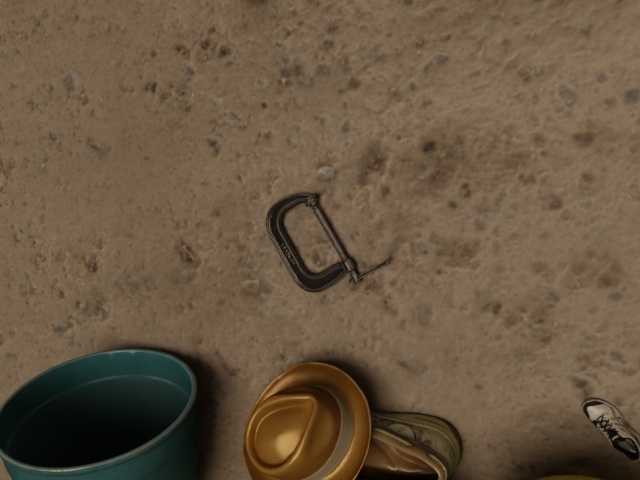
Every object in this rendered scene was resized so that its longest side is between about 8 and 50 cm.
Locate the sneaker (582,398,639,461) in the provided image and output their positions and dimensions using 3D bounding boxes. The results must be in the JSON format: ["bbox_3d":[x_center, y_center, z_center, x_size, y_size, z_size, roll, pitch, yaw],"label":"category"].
[{"bbox_3d":[0.340,0.219,0.759,0.083,0.037,0.032,42,113,15],"label":"sneaker"}]

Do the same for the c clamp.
[{"bbox_3d":[0.000,0.000,0.891,0.137,0.022,0.160,-38,83,29],"label":"c clamp"}]

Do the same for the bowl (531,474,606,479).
[{"bbox_3d":[0.291,0.380,0.732,0.290,0.156,0.289,2,98,17],"label":"bowl"}]

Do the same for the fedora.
[{"bbox_3d":[-0.033,0.243,0.834,0.194,0.079,0.194,-10,67,25],"label":"fedora"}]

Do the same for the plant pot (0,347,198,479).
[{"bbox_3d":[-0.298,0.337,0.952,0.272,0.271,0.255,6,114,23],"label":"plant pot"}]

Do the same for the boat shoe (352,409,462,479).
[{"bbox_3d":[0.038,0.273,0.872,0.285,0.089,0.104,-6,95,25],"label":"boat shoe"}]
